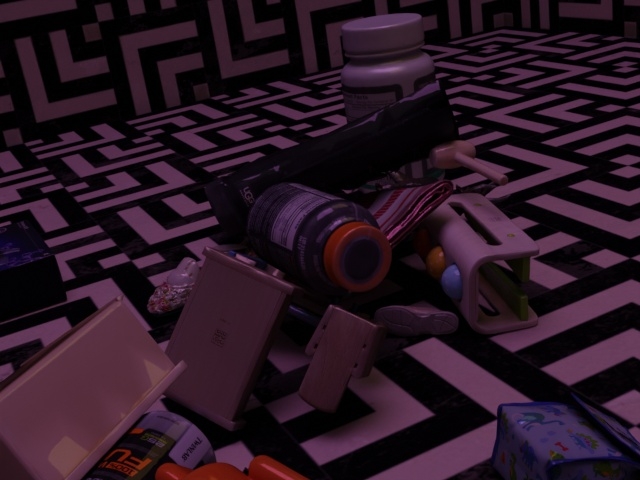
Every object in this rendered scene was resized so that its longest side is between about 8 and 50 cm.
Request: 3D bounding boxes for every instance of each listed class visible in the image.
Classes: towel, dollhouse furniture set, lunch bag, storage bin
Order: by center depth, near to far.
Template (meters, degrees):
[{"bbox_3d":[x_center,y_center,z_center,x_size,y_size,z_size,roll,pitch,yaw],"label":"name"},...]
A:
[{"bbox_3d":[0.274,0.226,0.899,0.151,0.096,0.129,2,17,-13],"label":"lunch bag"},{"bbox_3d":[-0.335,0.216,0.989,0.260,0.123,0.262,-33,8,32],"label":"storage bin"},{"bbox_3d":[-0.045,0.158,1.221,0.286,0.198,0.303,24,1,19],"label":"dollhouse furniture set"},{"bbox_3d":[0.054,-0.015,1.422,0.237,0.037,0.329,-41,14,-18],"label":"towel"}]

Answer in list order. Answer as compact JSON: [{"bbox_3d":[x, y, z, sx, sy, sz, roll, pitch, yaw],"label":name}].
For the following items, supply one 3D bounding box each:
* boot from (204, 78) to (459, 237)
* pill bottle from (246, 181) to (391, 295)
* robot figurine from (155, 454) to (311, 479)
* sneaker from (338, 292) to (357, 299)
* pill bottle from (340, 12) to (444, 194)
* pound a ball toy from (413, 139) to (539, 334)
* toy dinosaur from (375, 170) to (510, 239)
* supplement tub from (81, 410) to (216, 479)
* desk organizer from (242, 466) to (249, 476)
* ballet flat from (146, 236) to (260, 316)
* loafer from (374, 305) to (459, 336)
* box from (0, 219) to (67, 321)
[{"bbox_3d":[0.037,-0.152,1.613,0.445,0.146,0.367,-27,6,8],"label":"boot"},{"bbox_3d":[0.000,0.000,1.185,0.130,0.131,0.245,-18,20,-23],"label":"pill bottle"},{"bbox_3d":[-0.075,0.292,0.788,0.219,0.128,0.158,27,42,32],"label":"robot figurine"},{"bbox_3d":[0.046,0.065,1.456,0.069,0.038,0.098,-16,32,-20],"label":"sneaker"},{"bbox_3d":[0.153,-0.292,1.854,0.204,0.361,0.204,-7,22,3],"label":"pill bottle"},{"bbox_3d":[0.223,-0.017,1.348,0.135,0.208,0.319,-8,22,-8],"label":"pound a ball toy"},{"bbox_3d":[0.207,-0.076,1.676,0.160,0.121,0.313,-6,14,-27],"label":"toy dinosaur"},{"bbox_3d":[-0.201,0.277,0.911,0.117,0.117,0.190,1,24,23],"label":"supplement tub"},{"bbox_3d":[-0.055,0.293,0.904,0.047,0.050,0.130,-25,27,-35],"label":"desk organizer"},{"bbox_3d":[-0.203,0.055,1.516,0.241,0.077,0.091,-24,28,-32],"label":"ballet flat"},{"bbox_3d":[0.144,0.119,1.282,0.125,0.045,0.039,3,7,12],"label":"loafer"},{"bbox_3d":[-0.610,0.059,1.636,0.184,0.103,0.261,-16,23,-25],"label":"box"}]
